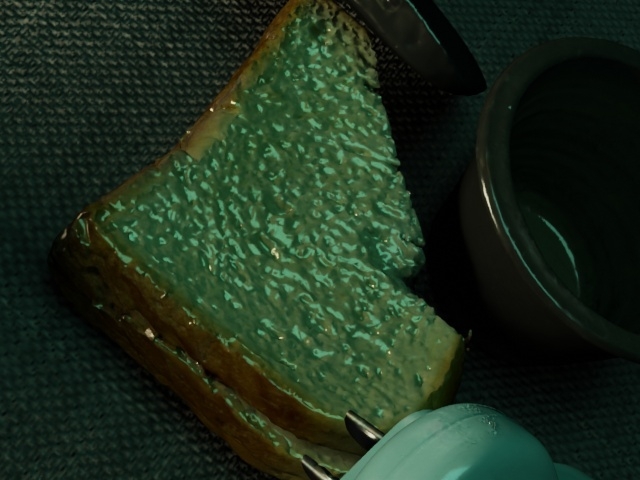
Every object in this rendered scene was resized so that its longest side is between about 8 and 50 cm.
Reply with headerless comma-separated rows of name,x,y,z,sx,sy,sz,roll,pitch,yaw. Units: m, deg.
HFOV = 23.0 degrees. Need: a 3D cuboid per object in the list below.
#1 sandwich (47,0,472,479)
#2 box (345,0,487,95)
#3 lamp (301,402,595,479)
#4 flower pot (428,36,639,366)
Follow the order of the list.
sandwich,-0.002,0.002,1.011,0.254,0.100,0.288,36,53,0
box,0.039,-0.180,1.101,0.212,0.042,0.201,50,11,6
lamp,0.093,0.207,0.874,0.209,0.147,0.284,-43,118,-20
flower pot,0.169,-0.002,1.072,0.235,0.148,0.235,14,59,-25
